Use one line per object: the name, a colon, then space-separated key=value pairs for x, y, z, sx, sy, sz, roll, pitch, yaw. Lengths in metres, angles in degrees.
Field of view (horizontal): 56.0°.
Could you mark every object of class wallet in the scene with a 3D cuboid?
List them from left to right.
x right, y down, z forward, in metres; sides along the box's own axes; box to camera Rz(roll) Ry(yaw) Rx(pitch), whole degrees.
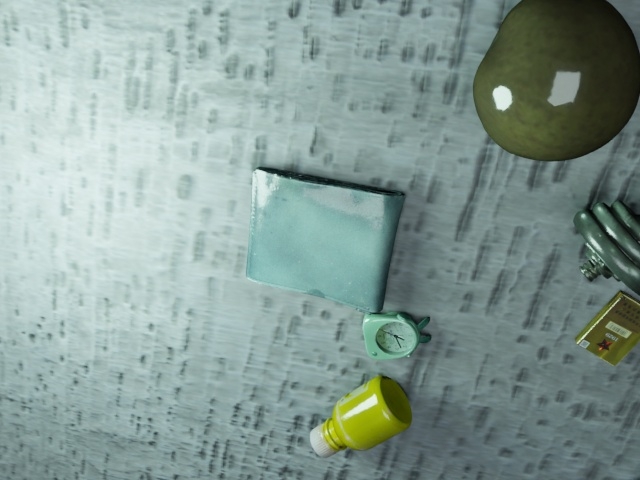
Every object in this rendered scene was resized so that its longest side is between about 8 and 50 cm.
wallet: x=0.000 y=0.001 z=1.153 sx=0.290 sy=0.054 sz=0.251 roll=10 pitch=114 yaw=7

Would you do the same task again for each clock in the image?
clock: x=0.155 y=0.189 z=1.213 sx=0.135 sy=0.041 sz=0.101 roll=-4 pitch=112 yaw=11

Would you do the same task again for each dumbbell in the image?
dumbbell: x=0.580 y=-0.073 z=0.945 sx=0.179 sy=0.179 sz=0.406 roll=40 pitch=115 yaw=-8

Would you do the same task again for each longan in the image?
longan: x=0.345 y=-0.242 z=0.893 sx=0.248 sy=0.248 sz=0.248 roll=4 pitch=114 yaw=9

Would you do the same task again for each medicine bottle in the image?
medicine bottle: x=0.076 y=0.383 z=1.268 sx=0.212 sy=0.122 sz=0.122 roll=-36 pitch=103 yaw=23

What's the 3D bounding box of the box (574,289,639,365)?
box: x=0.562 y=0.167 z=1.138 sx=0.090 sy=0.023 sz=0.133 roll=30 pitch=115 yaw=-2
